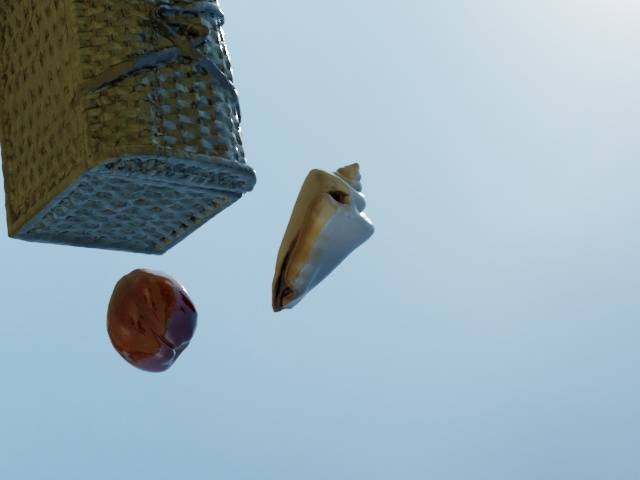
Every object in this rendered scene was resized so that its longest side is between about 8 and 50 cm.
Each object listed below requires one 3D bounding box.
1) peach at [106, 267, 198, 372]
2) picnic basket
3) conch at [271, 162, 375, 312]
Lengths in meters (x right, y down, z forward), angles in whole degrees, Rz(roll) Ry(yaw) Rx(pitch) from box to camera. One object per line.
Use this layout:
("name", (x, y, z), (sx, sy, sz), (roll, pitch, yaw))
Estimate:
("peach", (-0.177, 0.080, 1.482), (0.101, 0.101, 0.100), (-32, -140, 31))
("picnic basket", (-0.134, -0.109, 1.001), (0.154, 0.134, 0.196), (-32, -122, 41))
("conch", (-0.008, -0.007, 1.540), (0.176, 0.094, 0.104), (-45, -151, -5))
